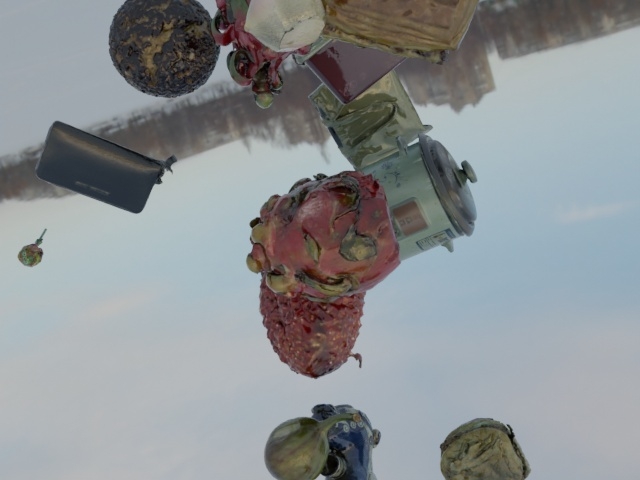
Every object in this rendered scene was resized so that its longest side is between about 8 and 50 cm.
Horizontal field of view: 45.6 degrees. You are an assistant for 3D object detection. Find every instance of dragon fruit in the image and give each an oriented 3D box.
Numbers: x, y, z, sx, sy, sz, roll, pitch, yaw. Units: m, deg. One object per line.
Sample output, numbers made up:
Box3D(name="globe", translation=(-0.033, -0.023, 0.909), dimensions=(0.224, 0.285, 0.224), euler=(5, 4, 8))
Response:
Box3D(name="dragon fruit", translation=(-0.113, -0.406, 1.438), dimensions=(0.198, 0.218, 0.273), euler=(29, -92, 40))
Box3D(name="dragon fruit", translation=(0.000, 0.000, 1.448), dimensions=(0.290, 0.250, 0.269), euler=(-10, -171, 5))

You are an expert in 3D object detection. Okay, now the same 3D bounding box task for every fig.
Box3D(name="fig", translation=(-0.011, 0.409, 1.588), dimensions=(0.245, 0.149, 0.149), euler=(-41, -175, 21))

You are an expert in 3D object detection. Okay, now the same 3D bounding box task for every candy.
Box3D(name="candy", translation=(-0.734, 0.010, 1.974), dimensions=(0.060, 0.061, 0.201), euler=(-18, -155, 2))

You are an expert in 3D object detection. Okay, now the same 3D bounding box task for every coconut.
Box3D(name="coconut", translation=(-0.058, -0.341, 1.164), dimensions=(0.124, 0.110, 0.110), euler=(-24, -167, -7))

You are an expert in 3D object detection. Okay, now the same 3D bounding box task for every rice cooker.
Box3D(name="rice cooker", translation=(0.227, -0.097, 1.792), dimensions=(0.316, 0.317, 0.264), euler=(-15, -166, 15))

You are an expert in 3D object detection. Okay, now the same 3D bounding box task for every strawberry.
Box3D(name="strawberry", translation=(-0.001, 0.173, 1.796), dimensions=(0.292, 0.344, 0.292), euler=(-10, 148, -6))

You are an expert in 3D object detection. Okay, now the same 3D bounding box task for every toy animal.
Box3D(name="toy animal", translation=(-0.374, -0.178, 1.845), dimensions=(0.084, 0.050, 0.028), euler=(-36, -179, -36))

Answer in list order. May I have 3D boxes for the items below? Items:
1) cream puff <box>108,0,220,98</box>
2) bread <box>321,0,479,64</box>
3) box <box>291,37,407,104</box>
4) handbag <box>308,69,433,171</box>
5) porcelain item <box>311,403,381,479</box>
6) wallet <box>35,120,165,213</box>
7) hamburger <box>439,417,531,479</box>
Box3D(name="cream puff", translation=(-0.328, -0.422, 1.608), dimensions=(0.239, 0.239, 0.165), euler=(-21, 171, -9))
Box3D(name="bread", translation=(0.148, -0.486, 1.303), dimensions=(0.277, 0.325, 0.167), euler=(14, -150, 0))
Box3D(name="box", translation=(0.090, -0.450, 1.679), dimensions=(0.294, 0.167, 0.193), euler=(-36, -152, 13))
Box3D(name="handbag", translation=(0.131, -0.351, 2.053), dimensions=(0.253, 0.316, 0.109), euler=(-35, -149, 2))
Box3D(name="porcelain item", translation=(0.054, 0.515, 1.746), dimensions=(0.138, 0.288, 0.186), euler=(-17, 151, 30))
Box3D(name="wallet", translation=(-0.459, -0.145, 1.591), dimensions=(0.149, 0.250, 0.044), euler=(-56, -156, 28))
Box3D(name="hamburger", translation=(0.355, 0.484, 1.672), dimensions=(0.183, 0.206, 0.130), euler=(-24, -157, 3))
